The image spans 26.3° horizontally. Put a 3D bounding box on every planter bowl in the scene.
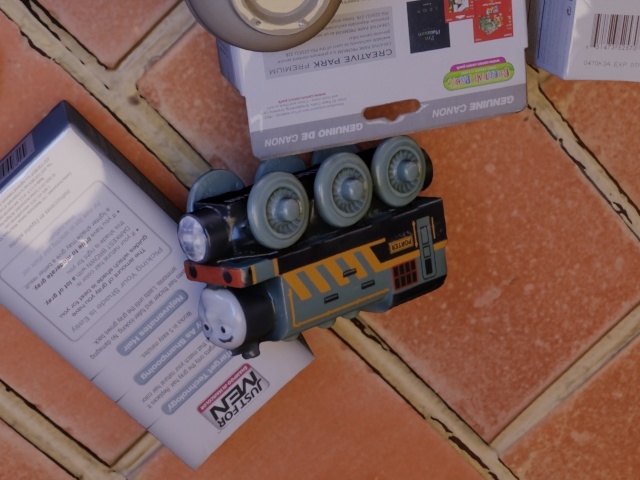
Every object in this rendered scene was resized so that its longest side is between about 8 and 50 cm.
[{"bbox_3d":[-0.046,-0.245,1.263,0.162,0.109,0.162,-4,110,-11],"label":"planter bowl"}]

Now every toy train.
[{"bbox_3d":[0.000,0.000,1.430,0.334,0.142,0.190,-20,106,-41],"label":"toy train"}]

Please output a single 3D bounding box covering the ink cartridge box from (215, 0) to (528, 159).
[{"bbox_3d":[0.046,-0.249,1.413,0.310,0.130,0.271,-10,111,-10],"label":"ink cartridge box"}]

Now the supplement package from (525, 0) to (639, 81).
[{"bbox_3d":[0.275,-0.235,1.450,0.105,0.179,0.105,0,109,-14],"label":"supplement package"}]

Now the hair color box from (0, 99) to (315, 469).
[{"bbox_3d":[-0.202,0.051,1.464,0.185,0.113,0.374,-43,113,3],"label":"hair color box"}]
